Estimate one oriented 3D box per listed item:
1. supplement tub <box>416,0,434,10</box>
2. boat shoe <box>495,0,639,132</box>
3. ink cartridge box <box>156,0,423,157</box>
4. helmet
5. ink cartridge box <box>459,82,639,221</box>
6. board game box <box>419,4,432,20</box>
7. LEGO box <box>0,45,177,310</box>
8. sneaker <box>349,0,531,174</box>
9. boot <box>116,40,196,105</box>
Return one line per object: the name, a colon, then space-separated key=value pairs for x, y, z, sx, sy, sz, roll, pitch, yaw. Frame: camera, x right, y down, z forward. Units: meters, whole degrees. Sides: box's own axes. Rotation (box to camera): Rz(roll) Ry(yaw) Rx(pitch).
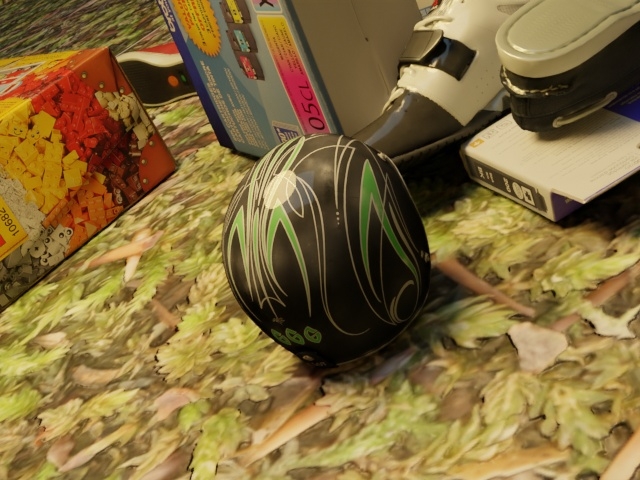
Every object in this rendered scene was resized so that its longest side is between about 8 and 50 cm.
supplement tub: x=0.182 y=-0.419 z=1.363 sx=0.191 sy=0.191 sz=0.272 roll=2 pitch=39 yaw=45
boat shoe: x=0.279 y=-0.200 z=0.893 sx=0.302 sy=0.091 sz=0.114 roll=-29 pitch=45 yaw=-12
ink cartridge box: x=-0.052 y=-0.235 z=1.166 sx=0.151 sy=0.270 sz=0.395 roll=-32 pitch=26 yaw=-20
helmet: x=0.000 y=0.000 z=0.818 sx=0.169 sy=0.161 sz=0.169 roll=-22 pitch=27 yaw=12
ink cartridge box: x=0.254 y=-0.094 z=0.877 sx=0.206 sy=0.045 sz=0.208 roll=-31 pitch=25 yaw=-8
board game box: x=0.200 y=-0.249 z=1.191 sx=0.194 sy=0.060 sz=0.194 roll=-23 pitch=27 yaw=11
LEGO box: x=-0.498 y=-0.080 z=1.398 sx=0.500 sy=0.193 sz=0.372 roll=7 pitch=42 yaw=49
sneaker: x=0.123 y=-0.169 z=0.995 sx=0.330 sy=0.146 sz=0.122 roll=-32 pitch=2 yaw=-15
boot: x=-0.213 y=-0.300 z=1.648 sx=0.244 sy=0.088 sz=0.176 roll=-1 pitch=36 yaw=29
